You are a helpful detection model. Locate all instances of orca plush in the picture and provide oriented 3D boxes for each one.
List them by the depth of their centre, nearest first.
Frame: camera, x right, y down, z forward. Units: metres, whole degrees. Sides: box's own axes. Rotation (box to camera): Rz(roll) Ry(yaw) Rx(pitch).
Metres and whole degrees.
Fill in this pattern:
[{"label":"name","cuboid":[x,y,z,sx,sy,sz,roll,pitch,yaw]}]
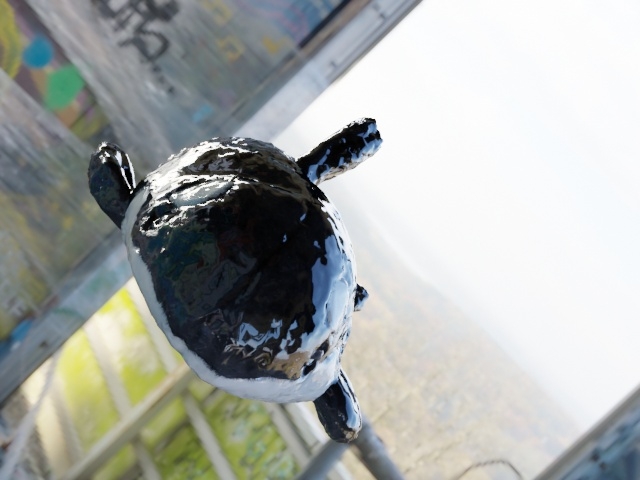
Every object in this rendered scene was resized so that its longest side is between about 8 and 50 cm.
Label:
[{"label":"orca plush","cuboid":[0.000,0.000,0.490,0.151,0.102,0.287,49,2,15]}]
